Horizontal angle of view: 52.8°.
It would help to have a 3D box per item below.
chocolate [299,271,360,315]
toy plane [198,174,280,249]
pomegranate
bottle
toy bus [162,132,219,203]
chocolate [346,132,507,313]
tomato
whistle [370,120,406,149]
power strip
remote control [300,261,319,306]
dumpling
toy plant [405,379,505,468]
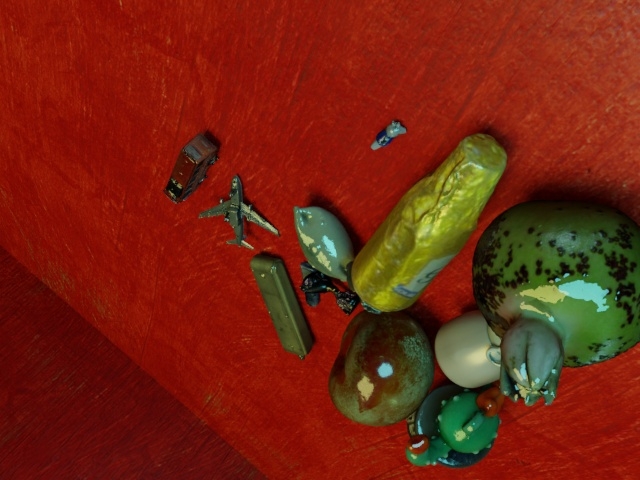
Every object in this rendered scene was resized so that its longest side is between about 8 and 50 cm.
[{"bbox_3d":[0.027,0.123,1.578,0.147,0.072,0.070,32,142,5],"label":"chocolate"},{"bbox_3d":[-0.207,-0.065,1.614,0.226,0.058,0.226,13,139,13],"label":"toy plane"},{"bbox_3d":[0.349,0.101,0.975,0.285,0.340,0.285,24,144,19],"label":"pomegranate"},{"bbox_3d":[0.347,0.192,1.262,0.147,0.147,0.236,45,142,-3],"label":"bottle"},{"bbox_3d":[-0.320,-0.173,1.575,0.073,0.096,0.235,46,145,0],"label":"toy bus"},{"bbox_3d":[0.184,-0.022,1.170,0.162,0.162,0.445,38,145,7],"label":"chocolate"},{"bbox_3d":[0.150,0.290,1.467,0.223,0.270,0.270,20,147,-9],"label":"tomato"},{"bbox_3d":[0.121,-0.188,1.170,0.033,0.029,0.083,35,142,-17],"label":"whistle"},{"bbox_3d":[-0.096,0.196,1.792,0.092,0.066,0.387,12,134,35],"label":"power strip"},{"bbox_3d":[-0.025,0.117,1.661,0.043,0.027,0.152,27,142,30],"label":"remote control"},{"bbox_3d":[-0.004,0.006,1.442,0.149,0.105,0.216,-15,117,52],"label":"dumpling"},{"bbox_3d":[0.298,0.416,1.443,0.400,0.280,0.185,109,148,-72],"label":"toy plant"}]
